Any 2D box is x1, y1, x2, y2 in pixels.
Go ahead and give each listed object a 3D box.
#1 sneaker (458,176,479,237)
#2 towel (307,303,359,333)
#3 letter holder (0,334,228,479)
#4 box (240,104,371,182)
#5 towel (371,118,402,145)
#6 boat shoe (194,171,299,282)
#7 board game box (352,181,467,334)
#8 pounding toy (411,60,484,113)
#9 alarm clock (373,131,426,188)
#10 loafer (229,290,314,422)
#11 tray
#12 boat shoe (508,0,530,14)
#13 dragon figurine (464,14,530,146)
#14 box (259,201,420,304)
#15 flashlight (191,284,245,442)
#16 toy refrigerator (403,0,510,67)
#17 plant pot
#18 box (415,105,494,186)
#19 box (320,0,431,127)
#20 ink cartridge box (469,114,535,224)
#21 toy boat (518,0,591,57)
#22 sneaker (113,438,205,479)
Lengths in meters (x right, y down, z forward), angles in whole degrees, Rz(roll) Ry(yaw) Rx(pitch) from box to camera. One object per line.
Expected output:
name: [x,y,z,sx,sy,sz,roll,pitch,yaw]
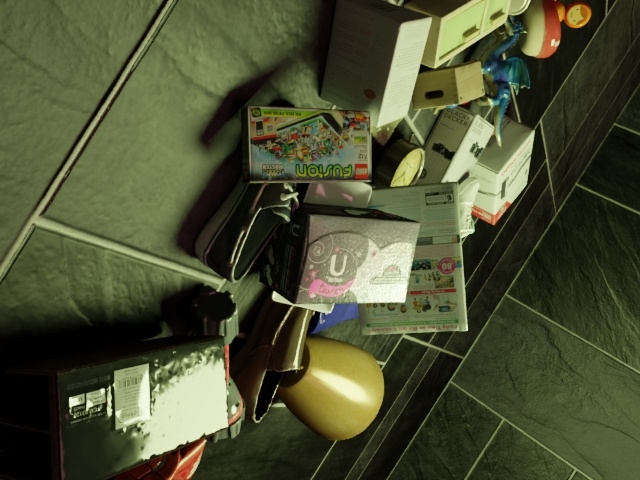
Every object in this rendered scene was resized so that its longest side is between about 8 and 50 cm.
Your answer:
sneaker: [0.356,-0.059,1.492,0.212,0.094,0.080,-55,151,-5]
towel: [0.083,0.095,1.433,0.308,0.076,0.228,-7,128,-53]
letter holder: [-0.318,0.234,0.879,0.302,0.214,0.152,-1,88,-58]
box: [-0.018,-0.146,0.915,0.207,0.036,0.114,-4,95,-25]
towel: [0.126,-0.256,1.183,0.110,0.027,0.148,-57,152,1]
boat shoe: [-0.082,-0.069,0.962,0.301,0.102,0.108,-54,152,-5]
board game box: [0.184,0.037,1.238,0.097,0.224,0.303,-36,122,-78]
pounding toy: [0.260,-0.311,1.245,0.130,0.141,0.100,-28,112,-43]
alarm clock: [0.162,-0.143,1.317,0.192,0.064,0.129,-60,152,0]
loafer: [-0.077,0.222,1.237,0.366,0.130,0.134,-59,152,3]
tray: [0.000,0.000,1.156,0.145,0.030,0.270,18,91,-32]
boat shoe: [0.438,-0.640,1.221,0.335,0.112,0.095,95,21,-50]
dragon figurine: [0.428,-0.374,1.364,0.144,0.289,0.085,-20,-176,-1]
box: [0.036,0.024,1.078,0.247,0.142,0.163,3,101,-32]
flashlight: [-0.186,0.234,1.071,0.103,0.103,0.304,-66,167,-53]
toy refrigerator: [0.275,-0.443,1.158,0.269,0.094,0.102,-38,146,-33]
plant pot: [-0.011,0.321,1.375,0.237,0.237,0.254,-54,140,-5]
box: [0.314,-0.187,1.489,0.169,0.087,0.290,6,114,-59]
box: [0.087,-0.296,0.970,0.091,0.130,0.171,-29,142,-42]
ink cartridge box: [0.539,-0.210,1.794,0.197,0.114,0.273,-48,150,-16]
toy boat: [0.555,-0.534,1.390,0.151,0.151,0.231,75,30,-56]
sneaker: [-0.311,0.470,1.169,0.221,0.087,0.128,-28,139,-41]
